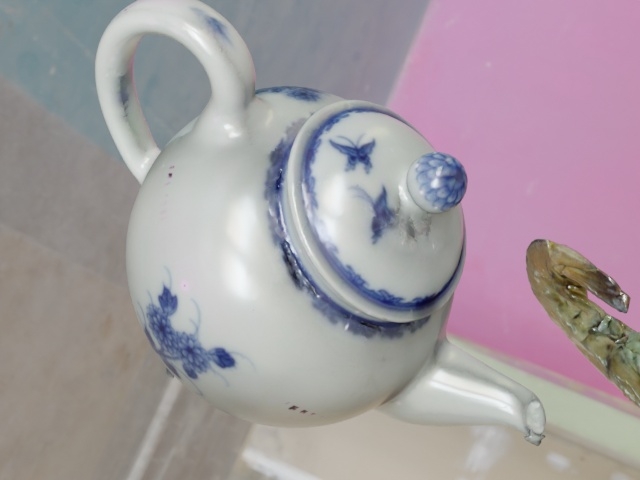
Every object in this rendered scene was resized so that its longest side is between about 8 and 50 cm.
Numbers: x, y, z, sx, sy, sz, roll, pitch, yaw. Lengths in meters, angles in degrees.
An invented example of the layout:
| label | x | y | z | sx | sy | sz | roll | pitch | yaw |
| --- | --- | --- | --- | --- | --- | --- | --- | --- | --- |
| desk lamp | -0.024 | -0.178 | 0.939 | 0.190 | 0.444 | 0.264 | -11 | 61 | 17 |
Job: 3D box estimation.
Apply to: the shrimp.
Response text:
| label | x | y | z | sx | sy | sz | roll | pitch | yaw |
| --- | --- | --- | --- | --- | --- | --- | --- | --- | --- |
| shrimp | 0.279 | 0.096 | 1.029 | 0.058 | 0.296 | 0.169 | -41 | 138 | -8 |

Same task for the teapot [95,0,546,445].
| label | x | y | z | sx | sy | sz | roll | pitch | yaw |
| --- | --- | --- | --- | --- | --- | --- | --- | --- | --- |
| teapot | 0.000 | 0.000 | 0.851 | 0.280 | 0.424 | 0.252 | -28 | -162 | 46 |
